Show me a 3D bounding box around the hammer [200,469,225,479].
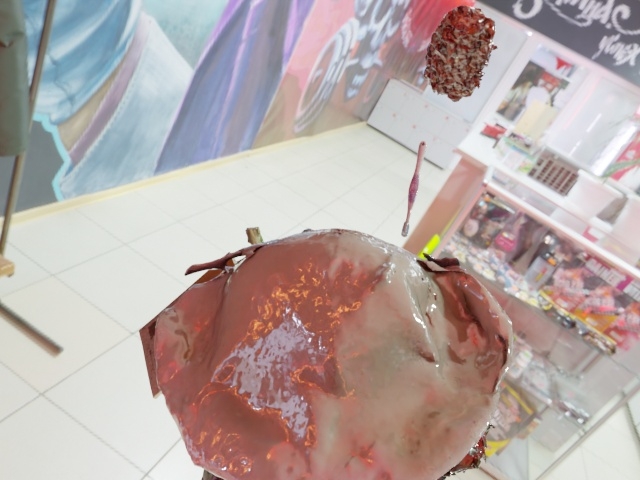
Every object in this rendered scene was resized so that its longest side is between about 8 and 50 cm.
[{"bbox_3d":[-0.024,0.459,0.963,0.409,0.242,0.095,26,-2,-21],"label":"hammer"}]

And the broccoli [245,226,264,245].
[{"bbox_3d":[-0.157,0.058,1.346,0.118,0.204,0.122,-19,18,-25],"label":"broccoli"}]

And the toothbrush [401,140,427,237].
[{"bbox_3d":[0.109,-0.062,0.578,0.011,0.013,0.131,11,65,11],"label":"toothbrush"}]

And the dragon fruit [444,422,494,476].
[{"bbox_3d":[0.376,0.561,1.383,0.182,0.182,0.188,26,65,-7],"label":"dragon fruit"}]

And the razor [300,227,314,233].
[{"bbox_3d":[-0.001,-0.005,1.321,0.066,0.033,0.190,-24,25,-27],"label":"razor"}]

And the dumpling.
[{"bbox_3d":[0.006,0.099,0.416,0.293,0.163,0.204,-1,69,8],"label":"dumpling"}]

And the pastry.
[{"bbox_3d":[0.263,-0.357,0.950,0.115,0.208,0.097,-8,68,1],"label":"pastry"}]

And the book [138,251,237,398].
[{"bbox_3d":[-0.363,0.235,1.434,0.032,0.389,0.269,43,8,-44],"label":"book"}]

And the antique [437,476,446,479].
[{"bbox_3d":[0.400,0.652,1.507,0.031,0.191,0.015,4,23,-38],"label":"antique"}]
